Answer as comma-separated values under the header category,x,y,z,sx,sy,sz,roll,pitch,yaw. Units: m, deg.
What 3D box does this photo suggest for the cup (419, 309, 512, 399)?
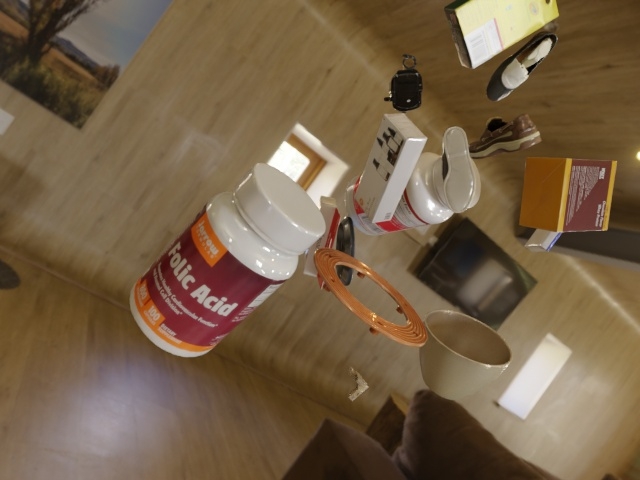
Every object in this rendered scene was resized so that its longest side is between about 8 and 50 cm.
category,x,y,z,sx,sy,sz,roll,pitch,yaw
cup,0.503,0.446,1.794,0.332,0.236,0.331,15,23,-6

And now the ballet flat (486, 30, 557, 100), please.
category,x,y,z,sx,sy,sz,roll,pitch,yaw
ballet flat,0.659,-0.577,1.577,0.095,0.280,0.096,40,6,-14

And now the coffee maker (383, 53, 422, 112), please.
category,x,y,z,sx,sy,sz,roll,pitch,yaw
coffee maker,0.294,-0.524,1.638,0.120,0.171,0.178,20,16,0

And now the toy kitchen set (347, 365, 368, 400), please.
category,x,y,z,sx,sy,sz,roll,pitch,yaw
toy kitchen set,0.106,0.479,1.594,0.083,0.075,0.068,48,1,-7

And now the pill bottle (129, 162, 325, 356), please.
category,x,y,z,sx,sy,sz,roll,pitch,yaw
pill bottle,-0.189,0.043,0.990,0.224,0.392,0.224,39,21,-19

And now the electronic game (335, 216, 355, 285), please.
category,x,y,z,sx,sy,sz,roll,pitch,yaw
electronic game,0.086,0.035,1.588,0.048,0.229,0.229,2,4,-6

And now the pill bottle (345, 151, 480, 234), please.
category,x,y,z,sx,sy,sz,roll,pitch,yaw
pill bottle,0.293,-0.153,1.569,0.229,0.228,0.408,35,-29,-31

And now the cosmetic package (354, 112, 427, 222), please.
category,x,y,z,sx,sy,sz,roll,pitch,yaw
cosmetic package,0.151,-0.160,1.099,0.061,0.239,0.098,-8,48,-25

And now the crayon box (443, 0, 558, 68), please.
category,x,y,z,sx,sy,sz,roll,pitch,yaw
crayon box,0.567,-0.711,1.507,0.202,0.319,0.081,59,2,-32

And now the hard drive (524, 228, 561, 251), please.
category,x,y,z,sx,sy,sz,roll,pitch,yaw
hard drive,0.864,-0.100,1.725,0.040,0.318,0.210,36,4,8

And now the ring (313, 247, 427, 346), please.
category,x,y,z,sx,sy,sz,roll,pitch,yaw
ring,0.116,0.135,1.156,0.337,0.032,0.336,34,16,-11

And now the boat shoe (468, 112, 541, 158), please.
category,x,y,z,sx,sy,sz,roll,pitch,yaw
boat shoe,0.468,-0.279,1.261,0.095,0.095,0.257,65,-15,-9

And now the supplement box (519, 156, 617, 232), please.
category,x,y,z,sx,sy,sz,roll,pitch,yaw
supplement box,0.671,-0.127,1.313,0.194,0.191,0.129,-3,11,-24

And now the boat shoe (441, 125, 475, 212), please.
category,x,y,z,sx,sy,sz,roll,pitch,yaw
boat shoe,0.328,-0.171,1.161,0.075,0.205,0.065,-5,14,11

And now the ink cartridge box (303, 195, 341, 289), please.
category,x,y,z,sx,sy,sz,roll,pitch,yaw
ink cartridge box,0.000,0.000,1.839,0.066,0.296,0.261,13,17,-7
